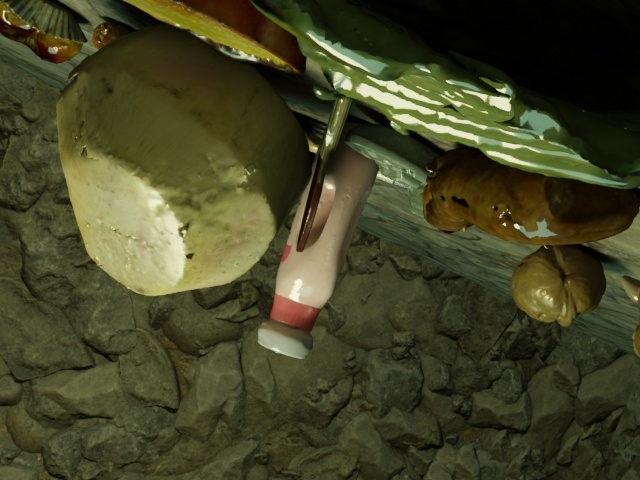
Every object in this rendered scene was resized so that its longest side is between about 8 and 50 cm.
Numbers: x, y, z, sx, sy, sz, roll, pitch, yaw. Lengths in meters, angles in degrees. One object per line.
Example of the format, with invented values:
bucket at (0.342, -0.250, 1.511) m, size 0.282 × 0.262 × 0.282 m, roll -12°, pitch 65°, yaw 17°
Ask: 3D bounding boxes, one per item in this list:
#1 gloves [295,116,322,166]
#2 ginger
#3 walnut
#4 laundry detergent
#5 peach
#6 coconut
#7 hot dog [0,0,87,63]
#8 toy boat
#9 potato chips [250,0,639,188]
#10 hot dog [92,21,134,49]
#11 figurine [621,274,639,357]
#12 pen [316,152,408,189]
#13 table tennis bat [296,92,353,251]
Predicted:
gloves at (-0.105, -0.142, 1.513) m, size 0.301 × 0.152 × 0.197 m, roll 14°, pitch -169°, yaw 40°
ginger at (0.215, -0.048, 1.100) m, size 0.133 × 0.107 × 0.309 m, roll 40°, pitch 166°, yaw -25°
walnut at (0.394, 0.069, 1.553) m, size 0.166 × 0.149 × 0.166 m, roll -9°, pitch 172°, yaw -1°
laundry detergent at (0.000, 0.000, 1.324) m, size 0.087 × 0.335 × 0.159 m, roll 19°, pitch 178°, yaw -11°
peach at (-0.102, -0.212, 0.806) m, size 0.189 × 0.068 × 0.279 m, roll 19°, pitch -177°, yaw 15°
coconut at (-0.182, -0.115, 1.225) m, size 0.352 × 0.353 × 0.352 m, roll 23°, pitch 177°, yaw 1°
hot dog at (-0.472, -0.342, 1.459) m, size 0.162 × 0.082 × 0.270 m, roll 28°, pitch 176°, yaw -42°
toy boat at (0.122, -0.089, 1.259) m, size 0.260 × 0.085 × 0.078 m, roll 26°, pitch 177°, yaw -43°
potato chips at (0.113, -0.117, 0.681) m, size 0.389 × 0.097 × 0.373 m, roll 22°, pitch -177°, yaw -2°
hot dog at (-0.271, -0.276, 1.390) m, size 0.071 × 0.045 × 0.165 m, roll 24°, pitch 178°, yaw 34°
figurine at (0.441, 0.072, 0.987) m, size 0.177 × 0.173 × 0.247 m, roll 4°, pitch 158°, yaw -20°
pen at (0.090, -0.121, 1.588) m, size 0.204 × 0.025 × 0.025 m, roll 22°, pitch 177°, yaw 11°
table tennis bat at (0.003, -0.095, 1.156) m, size 0.021 × 0.154 × 0.274 m, roll 14°, pitch 143°, yaw -4°
